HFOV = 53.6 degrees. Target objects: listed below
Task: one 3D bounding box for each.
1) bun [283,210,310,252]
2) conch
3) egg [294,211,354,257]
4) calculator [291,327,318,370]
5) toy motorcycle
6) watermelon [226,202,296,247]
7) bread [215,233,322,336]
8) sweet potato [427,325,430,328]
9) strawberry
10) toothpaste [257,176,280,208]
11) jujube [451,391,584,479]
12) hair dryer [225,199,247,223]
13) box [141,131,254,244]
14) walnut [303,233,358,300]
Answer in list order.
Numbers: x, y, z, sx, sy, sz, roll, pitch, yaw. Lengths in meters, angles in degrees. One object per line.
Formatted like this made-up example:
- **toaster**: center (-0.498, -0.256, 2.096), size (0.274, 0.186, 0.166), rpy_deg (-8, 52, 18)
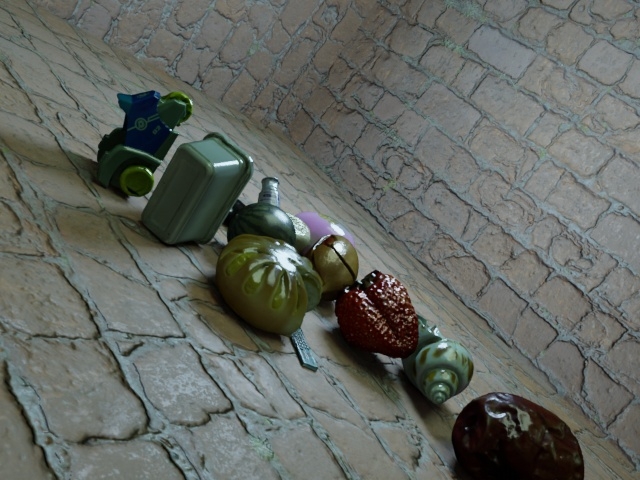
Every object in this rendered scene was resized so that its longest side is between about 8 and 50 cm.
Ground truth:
- **bun**: center (-0.142, -0.022, 2.231), size (0.193, 0.128, 0.178), rpy_deg (11, 29, -38)
- **conch**: center (0.353, 0.375, 1.973), size (0.249, 0.197, 0.368), rpy_deg (48, -3, -8)
- **egg**: center (0.000, 0.000, 2.369), size (0.271, 0.196, 0.196), rpy_deg (28, 13, 4)
- **calculator**: center (-0.050, 0.282, 1.691), size (0.057, 0.018, 0.172), rpy_deg (27, 18, -31)
- **toy motorcycle**: center (-0.515, -0.303, 1.790), size (0.200, 0.326, 0.191), rpy_deg (27, 17, -30)
- **watermelon**: center (-0.182, -0.014, 1.933), size (0.212, 0.212, 0.212), rpy_deg (35, 14, -10)
- **bread**: center (-0.130, 0.099, 1.703), size (0.333, 0.160, 0.333), rpy_deg (35, 25, -19)
- **sweet potato**: center (0.384, 0.351, 2.382), size (0.097, 0.097, 0.292), rpy_deg (32, 14, -22)
- **strawberry**: center (0.183, 0.245, 1.939), size (0.288, 0.250, 0.238), rpy_deg (43, -20, 26)
- **toothpaste**: center (-0.175, -0.072, 2.116), size (0.114, 0.073, 0.299), rpy_deg (11, 59, -18)
- **jujube**: center (0.539, 0.572, 1.711), size (0.377, 0.276, 0.276), rpy_deg (30, 15, -22)
- **hair dryer**: center (-0.344, -0.105, 2.097), size (0.197, 0.089, 0.251), rpy_deg (42, 21, 18)
- **box**: center (-0.346, -0.132, 1.726), size (0.175, 0.312, 0.182), rpy_deg (40, 22, 11)
- **walnut**: center (0.030, 0.100, 2.126), size (0.203, 0.203, 0.298), rpy_deg (35, 31, -10)
